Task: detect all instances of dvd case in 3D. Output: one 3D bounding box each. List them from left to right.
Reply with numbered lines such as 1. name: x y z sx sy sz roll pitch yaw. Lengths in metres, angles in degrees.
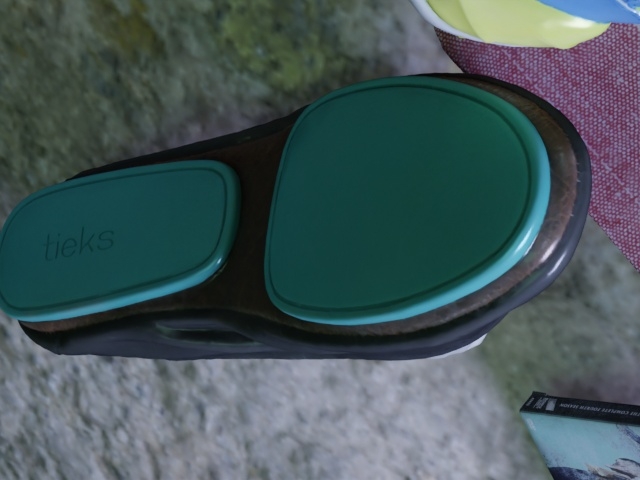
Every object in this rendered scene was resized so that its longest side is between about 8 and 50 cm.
1. dvd case: 0.128 0.094 0.606 0.119 0.013 0.087 1 125 52

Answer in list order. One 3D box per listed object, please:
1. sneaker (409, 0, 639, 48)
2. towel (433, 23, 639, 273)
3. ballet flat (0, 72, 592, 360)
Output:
1. sneaker: 0.088 -0.162 0.450 0.126 0.091 0.240 15 117 28
2. towel: 0.204 -0.074 0.472 0.237 0.037 0.329 49 130 3
3. ballet flat: 0.000 0.000 0.618 0.280 0.096 0.095 -4 71 46
